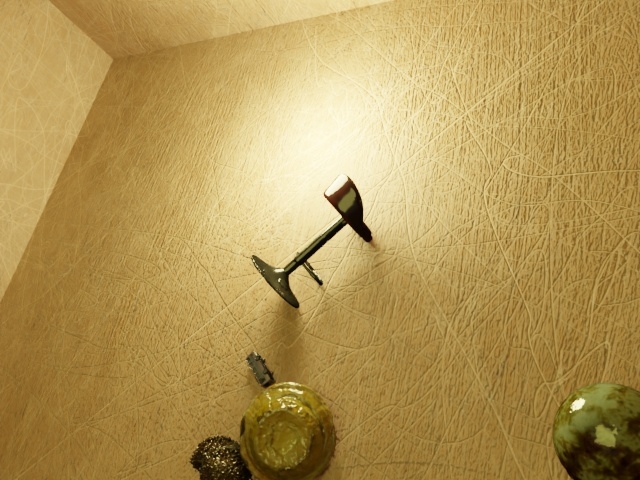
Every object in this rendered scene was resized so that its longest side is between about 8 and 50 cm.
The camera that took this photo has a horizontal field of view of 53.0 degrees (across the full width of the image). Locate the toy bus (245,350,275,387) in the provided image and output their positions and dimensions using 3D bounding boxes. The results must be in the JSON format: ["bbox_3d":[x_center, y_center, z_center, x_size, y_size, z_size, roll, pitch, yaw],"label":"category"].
[{"bbox_3d":[-0.190,0.407,2.020,0.052,0.037,0.131,-44,48,5],"label":"toy bus"}]

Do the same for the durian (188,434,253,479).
[{"bbox_3d":[-0.290,0.652,1.831,0.196,0.196,0.167,26,85,40],"label":"durian"}]

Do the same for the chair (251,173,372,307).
[{"bbox_3d":[0.000,0.000,2.014,0.401,0.226,0.226,-43,49,5],"label":"chair"}]

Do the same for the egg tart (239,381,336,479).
[{"bbox_3d":[-0.099,0.539,1.765,0.290,0.115,0.290,-2,80,9],"label":"egg tart"}]

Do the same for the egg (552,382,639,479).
[{"bbox_3d":[0.634,0.439,1.352,0.238,0.238,0.289,-45,74,2],"label":"egg"}]
